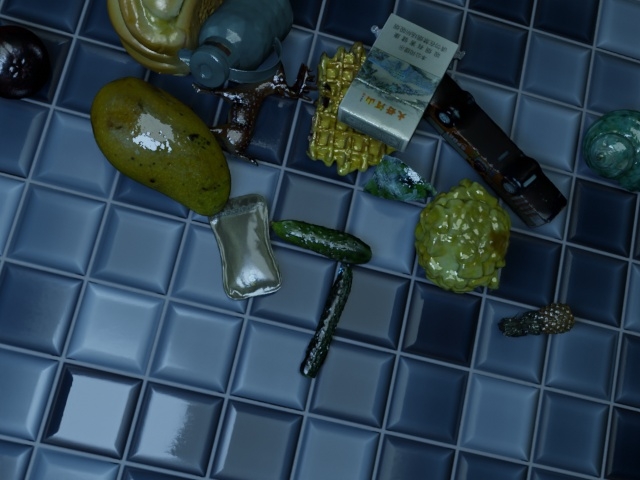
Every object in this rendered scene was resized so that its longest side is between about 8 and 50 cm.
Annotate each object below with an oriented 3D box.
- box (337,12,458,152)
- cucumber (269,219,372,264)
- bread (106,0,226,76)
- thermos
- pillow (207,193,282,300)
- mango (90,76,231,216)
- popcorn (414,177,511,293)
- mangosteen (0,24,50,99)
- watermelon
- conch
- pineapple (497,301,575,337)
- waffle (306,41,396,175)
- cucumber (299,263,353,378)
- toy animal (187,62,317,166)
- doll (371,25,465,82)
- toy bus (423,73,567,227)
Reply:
[{"bbox_3d":[0.165,-0.338,1.507,0.164,0.069,0.256,27,75,5],"label":"box"},{"bbox_3d":[0.000,0.000,1.494,0.228,0.069,0.069,17,77,-3],"label":"cucumber"},{"bbox_3d":[-0.322,-0.517,1.442,0.212,0.270,0.315,16,83,8],"label":"bread"},{"bbox_3d":[-0.155,-0.405,1.440,0.182,0.145,0.286,22,47,5],"label":"thermos"},{"bbox_3d":[-0.159,0.013,1.479,0.130,0.033,0.217,-12,82,1],"label":"pillow"},{"bbox_3d":[-0.315,-0.190,1.426,0.330,0.176,0.175,36,44,0],"label":"mango"},{"bbox_3d":[0.308,-0.004,1.488,0.217,0.181,0.235,20,82,-9],"label":"popcorn"},{"bbox_3d":[-0.628,-0.360,1.424,0.153,0.152,0.152,2,80,-9],"label":"mangosteen"},{"bbox_3d":[0.175,-0.131,1.505,0.080,0.101,0.155,-23,40,-34],"label":"watermelon"},{"bbox_3d":[0.696,-0.204,1.612,0.202,0.134,0.196,-16,82,-13],"label":"conch"},{"bbox_3d":[0.468,0.179,1.541,0.160,0.074,0.074,-10,82,-6],"label":"pineapple"},{"bbox_3d":[0.074,-0.292,1.563,0.309,0.065,0.283,-38,90,-17],"label":"waffle"},{"bbox_3d":[0.019,0.166,1.479,0.044,0.043,0.256,24,76,-10],"label":"cucumber"},{"bbox_3d":[-0.152,-0.288,1.526,0.260,0.087,0.243,15,91,-8],"label":"toy animal"},{"bbox_3d":[0.217,-0.433,1.616,0.227,0.057,0.114,20,81,-7],"label":"doll"},{"bbox_3d":[0.377,-0.201,1.580,0.093,0.092,0.409,-42,88,-16],"label":"toy bus"}]
